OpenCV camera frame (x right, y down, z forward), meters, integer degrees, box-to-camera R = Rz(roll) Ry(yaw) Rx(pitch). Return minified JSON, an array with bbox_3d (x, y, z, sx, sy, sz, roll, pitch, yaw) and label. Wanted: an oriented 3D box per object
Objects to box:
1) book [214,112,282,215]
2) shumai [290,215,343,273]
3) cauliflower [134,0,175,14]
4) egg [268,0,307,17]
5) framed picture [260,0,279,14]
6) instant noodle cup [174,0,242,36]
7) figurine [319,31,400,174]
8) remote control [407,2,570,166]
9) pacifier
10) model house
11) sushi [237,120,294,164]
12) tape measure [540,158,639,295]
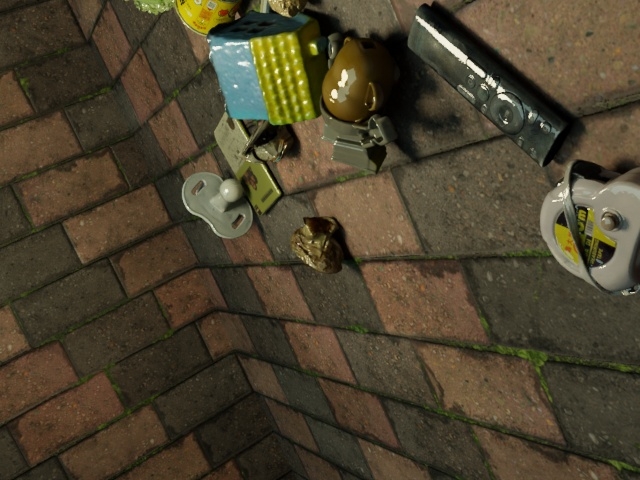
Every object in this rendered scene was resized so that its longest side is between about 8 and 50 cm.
[{"bbox_3d":[-0.257,-0.272,2.387,0.352,0.035,0.239,61,155,4],"label":"book"},{"bbox_3d":[0.000,0.000,2.069,0.209,0.161,0.153,-116,35,-58],"label":"shumai"},{"bbox_3d":[-0.548,-0.818,2.133,0.272,0.250,0.275,38,151,46],"label":"cauliflower"},{"bbox_3d":[-0.083,-0.595,1.619,0.116,0.118,0.140,-23,104,49],"label":"egg"},{"bbox_3d":[-0.116,-0.567,1.832,0.150,0.015,0.203,52,154,21],"label":"framed picture"},{"bbox_3d":[-0.291,-0.673,1.889,0.182,0.182,0.144,62,147,1],"label":"instant noodle cup"},{"bbox_3d":[0.083,-0.313,1.525,0.342,0.167,0.285,43,151,29],"label":"figurine"},{"bbox_3d":[0.299,-0.291,1.277,0.377,0.044,0.107,50,157,25],"label":"remote control"},{"bbox_3d":[-0.340,-0.152,2.469,0.287,0.238,0.226,45,143,-9],"label":"pacifier"},{"bbox_3d":[-0.103,-0.433,1.715,0.303,0.215,0.237,17,135,38],"label":"model house"},{"bbox_3d":[-0.166,-0.283,2.116,0.109,0.134,0.273,34,148,-13],"label":"sushi"},{"bbox_3d":[0.461,-0.026,1.140,0.197,0.120,0.236,31,137,39],"label":"tape measure"}]
